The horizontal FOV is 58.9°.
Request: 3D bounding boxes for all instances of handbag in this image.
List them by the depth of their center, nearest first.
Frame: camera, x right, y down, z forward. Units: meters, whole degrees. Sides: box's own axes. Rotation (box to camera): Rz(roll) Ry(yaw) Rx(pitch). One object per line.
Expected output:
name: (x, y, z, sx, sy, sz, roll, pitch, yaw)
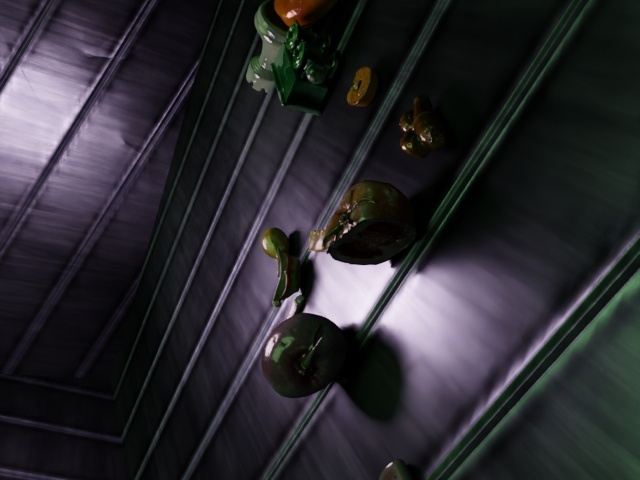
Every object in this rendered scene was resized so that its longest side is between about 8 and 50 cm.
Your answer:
handbag: (0.000, 0.000, 1.571, 0.083, 0.027, 0.061, -10, 71, 57)

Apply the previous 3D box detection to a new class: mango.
mango: (-0.008, -0.762, 1.742, 0.257, 0.187, 0.138, -19, 107, 47)

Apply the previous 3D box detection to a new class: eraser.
eraser: (-0.072, 0.202, 1.630, 0.027, 0.019, 0.099, 37, 114, 43)

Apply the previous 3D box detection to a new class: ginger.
ginger: (0.218, -0.237, 1.232, 0.103, 0.073, 0.162, -36, 42, 32)

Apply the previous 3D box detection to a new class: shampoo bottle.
shampoo bottle: (0.164, 0.507, 1.078, 0.080, 0.040, 0.165, -61, 33, 26)

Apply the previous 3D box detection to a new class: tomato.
tomato: (0.107, -0.052, 1.255, 0.214, 0.181, 0.155, -37, 42, 45)

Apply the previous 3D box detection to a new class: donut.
donut: (0.116, -0.402, 1.498, 0.108, 0.043, 0.097, -66, 31, 18)

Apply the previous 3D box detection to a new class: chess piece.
chess piece: (-0.164, -0.658, 1.961, 0.299, 0.195, 0.194, 128, 142, -53)

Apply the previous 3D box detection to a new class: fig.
fig: (-0.123, 0.038, 1.732, 0.093, 0.093, 0.166, -53, 55, 38)

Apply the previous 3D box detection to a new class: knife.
knife: (0.008, 0.341, 1.445, 0.247, 0.018, 0.035, -7, 76, 62)

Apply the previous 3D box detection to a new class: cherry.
cherry: (-0.040, 0.272, 1.362, 0.213, 0.183, 0.266, -34, -1, 3)

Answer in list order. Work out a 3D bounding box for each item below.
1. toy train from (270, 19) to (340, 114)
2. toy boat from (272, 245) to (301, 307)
toy train: (-0.046, -0.535, 1.730, 0.202, 0.145, 0.266, -58, 34, 37)
toy boat: (-0.096, 0.102, 1.639, 0.071, 0.089, 0.185, -2, 69, 15)
